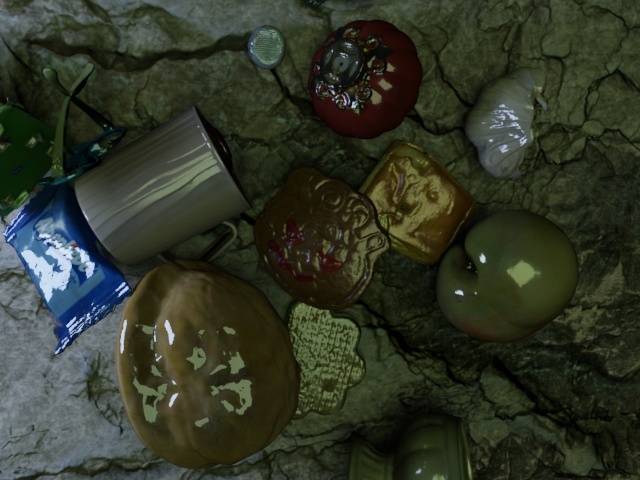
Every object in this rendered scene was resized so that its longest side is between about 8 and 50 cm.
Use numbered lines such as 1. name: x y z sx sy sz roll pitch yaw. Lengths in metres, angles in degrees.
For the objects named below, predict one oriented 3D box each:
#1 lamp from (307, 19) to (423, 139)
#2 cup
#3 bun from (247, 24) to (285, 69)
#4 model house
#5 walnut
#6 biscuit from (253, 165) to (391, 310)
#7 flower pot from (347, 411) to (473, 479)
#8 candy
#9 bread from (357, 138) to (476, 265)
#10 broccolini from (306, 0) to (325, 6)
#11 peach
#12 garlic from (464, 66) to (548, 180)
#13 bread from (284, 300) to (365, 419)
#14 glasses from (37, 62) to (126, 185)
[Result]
1. lamp: 0.087 -0.305 1.123 0.226 0.227 0.227 -1 101 -7
2. cup: -0.282 -0.087 1.133 0.273 0.288 0.208 -28 67 -1
3. bun: -0.106 -0.381 1.159 0.083 0.045 0.083 -2 104 -7
4. model house: -0.689 -0.173 1.001 0.323 0.300 0.340 41 87 -2
5. walnut: -0.209 0.238 1.115 0.383 0.383 0.384 -1 101 -7
6. biscuit: 0.000 0.000 1.190 0.273 0.049 0.257 39 102 8
7. flower pot: 0.200 0.524 1.255 0.244 0.307 0.308 -7 102 15
8. candy: -0.487 0.033 1.097 0.187 0.077 0.331 -43 66 3
9. bread: 0.197 -0.073 1.229 0.235 0.099 0.210 34 94 -11
10. broccolini: -0.056 -0.555 1.141 0.067 0.058 0.216 -41 97 -35
11. peach: 0.387 0.079 1.205 0.292 0.247 0.292 -8 124 -12
12. garlic: 0.371 -0.247 1.191 0.142 0.178 0.230 19 93 7
13. bread: 0.000 0.267 1.287 0.207 0.056 0.287 17 98 -7
14. glasses: -0.415 -0.208 1.032 0.102 0.239 0.207 13 124 -4
